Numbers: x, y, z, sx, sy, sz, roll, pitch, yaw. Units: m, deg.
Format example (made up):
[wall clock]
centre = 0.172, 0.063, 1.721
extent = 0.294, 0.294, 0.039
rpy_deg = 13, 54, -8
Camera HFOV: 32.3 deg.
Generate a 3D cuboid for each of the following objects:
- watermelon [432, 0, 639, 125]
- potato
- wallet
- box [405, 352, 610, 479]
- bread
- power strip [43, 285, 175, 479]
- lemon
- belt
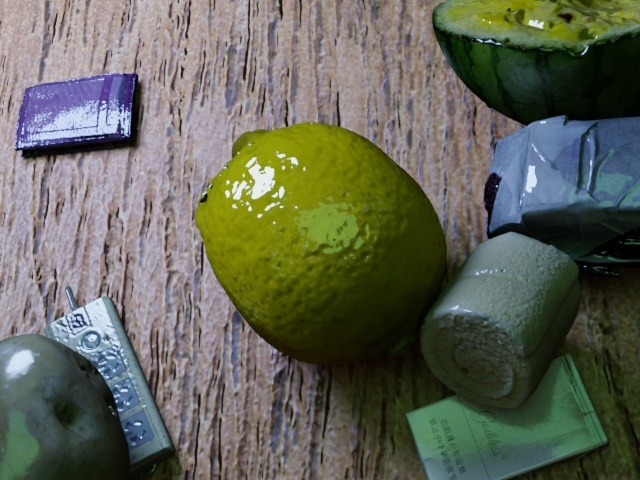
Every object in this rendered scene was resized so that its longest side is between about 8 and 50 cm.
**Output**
[watermelon]
centre = 0.306, -0.217, 1.284
extent = 0.331, 0.189, 0.331
rpy_deg = -16, 27, 8
[potato]
centre = -0.331, 0.265, 1.169
extent = 0.243, 0.221, 0.326
rpy_deg = 18, 79, 37
[wallet]
centre = -0.329, -0.173, 1.492
extent = 0.166, 0.030, 0.111
rpy_deg = -6, 65, 9
[box]
centre = 0.203, 0.207, 1.208
extent = 0.198, 0.029, 0.109
rpy_deg = -20, 63, 2
[bread]
centre = 0.194, 0.084, 1.181
extent = 0.134, 0.148, 0.141
rpy_deg = 26, 51, 19
[power strip]
centre = -0.259, 0.163, 1.316
extent = 0.092, 0.034, 0.268
rpy_deg = -27, 63, -2
[lemon]
centre = 0.000, 0.000, 1.227
extent = 0.245, 0.245, 0.320
rpy_deg = -37, 69, -7
[belt]
centre = 0.325, -0.038, 1.217
extent = 0.289, 0.184, 0.164
rpy_deg = 3, 70, 19
